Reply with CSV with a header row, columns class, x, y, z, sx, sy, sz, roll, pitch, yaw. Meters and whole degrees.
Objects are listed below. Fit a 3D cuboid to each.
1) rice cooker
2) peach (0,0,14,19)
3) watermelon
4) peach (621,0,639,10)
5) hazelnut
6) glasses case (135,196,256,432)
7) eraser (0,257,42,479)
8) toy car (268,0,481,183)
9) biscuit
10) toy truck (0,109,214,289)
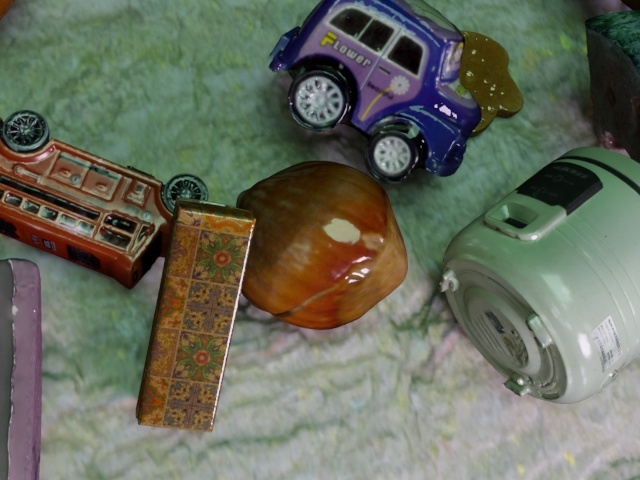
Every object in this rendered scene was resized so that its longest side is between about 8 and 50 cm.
class,x,y,z,sx,sy,sz,roll,pitch,yaw
rice cooker,0.264,0.029,1.019,0.244,0.226,0.226,-32,80,-19
peach,-0.399,-0.319,1.019,0.214,0.214,0.235,34,60,1
watermelon,0.405,-0.114,1.101,0.148,0.226,0.318,-18,78,-8
peach,0.480,-0.412,1.162,0.342,0.301,0.343,18,52,-24
hazelnut,0.000,0.000,0.998,0.182,0.182,0.182,4,70,-11
glasses case,-0.122,0.072,0.953,0.075,0.049,0.218,9,103,-15
eraser,-0.389,0.196,0.876,0.272,0.122,0.359,-1,70,-10
toy car,0.075,-0.177,1.055,0.235,0.158,0.172,35,24,-2
biscuit,0.186,-0.182,1.189,0.118,0.023,0.140,26,66,-2
toy truck,-0.229,-0.031,0.998,0.252,0.107,0.114,23,68,-2
